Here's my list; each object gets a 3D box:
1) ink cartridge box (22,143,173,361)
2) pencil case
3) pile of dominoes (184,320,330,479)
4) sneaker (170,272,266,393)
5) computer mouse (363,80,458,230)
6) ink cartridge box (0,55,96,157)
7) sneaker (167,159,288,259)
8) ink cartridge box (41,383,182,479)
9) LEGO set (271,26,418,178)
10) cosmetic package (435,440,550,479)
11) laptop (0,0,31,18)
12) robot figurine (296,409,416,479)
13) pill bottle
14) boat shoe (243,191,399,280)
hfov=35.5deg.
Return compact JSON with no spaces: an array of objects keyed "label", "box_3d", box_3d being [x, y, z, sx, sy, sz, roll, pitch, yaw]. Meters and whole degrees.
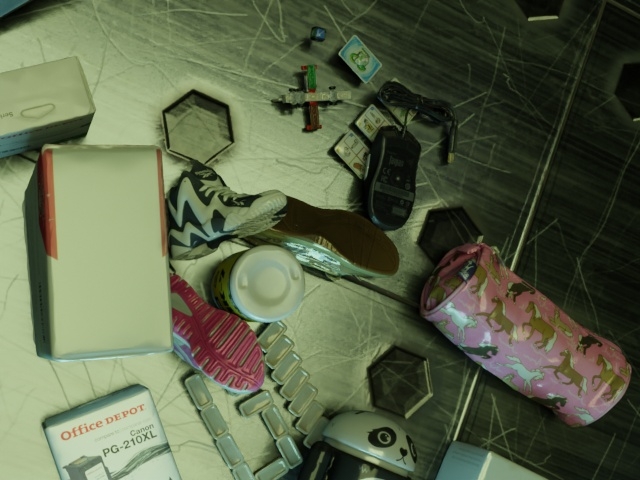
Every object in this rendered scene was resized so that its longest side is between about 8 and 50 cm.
[{"label":"ink cartridge box","box_3d":[-0.332,0.028,1.448,0.161,0.385,0.279,-4,87,-20]},{"label":"pencil case","box_3d":[0.363,0.168,1.765,0.386,0.167,0.160,38,44,-11]},{"label":"pile of dominoes","box_3d":[-0.103,0.276,1.688,0.196,0.040,0.251,-29,102,-17]},{"label":"sneaker","box_3d":[-0.177,0.157,1.589,0.103,0.111,0.252,-42,63,-15]},{"label":"computer mouse","box_3d":[0.157,-0.140,1.783,0.184,0.060,0.261,9,84,-30]},{"label":"ink cartridge box","box_3d":[-0.436,-0.198,1.518,0.160,0.219,0.092,-17,91,-18]},{"label":"sneaker","box_3d":[-0.163,-0.074,1.612,0.094,0.235,0.153,-2,71,-49]},{"label":"ink cartridge box","box_3d":[-0.317,0.366,1.570,0.172,0.100,0.237,-20,92,-18]},{"label":"LEGO set","box_3d":[0.038,-0.256,1.766,0.244,0.060,0.182,45,75,-21]},{"label":"cosmetic package","box_3d":[0.304,0.457,1.723,0.184,0.151,0.151,29,78,-14]},{"label":"laptop","box_3d":[-0.644,-0.479,1.463,0.381,0.236,0.408,60,36,-4]},{"label":"robot figurine","box_3d":[0.053,0.418,1.638,0.174,0.209,0.278,21,79,10]},{"label":"pill bottle","box_3d":[-0.107,0.072,1.601,0.119,0.208,0.119,2,85,-17]},{"label":"boat shoe","box_3d":[0.000,0.000,1.713,0.285,0.089,0.104,23,53,-16]}]
